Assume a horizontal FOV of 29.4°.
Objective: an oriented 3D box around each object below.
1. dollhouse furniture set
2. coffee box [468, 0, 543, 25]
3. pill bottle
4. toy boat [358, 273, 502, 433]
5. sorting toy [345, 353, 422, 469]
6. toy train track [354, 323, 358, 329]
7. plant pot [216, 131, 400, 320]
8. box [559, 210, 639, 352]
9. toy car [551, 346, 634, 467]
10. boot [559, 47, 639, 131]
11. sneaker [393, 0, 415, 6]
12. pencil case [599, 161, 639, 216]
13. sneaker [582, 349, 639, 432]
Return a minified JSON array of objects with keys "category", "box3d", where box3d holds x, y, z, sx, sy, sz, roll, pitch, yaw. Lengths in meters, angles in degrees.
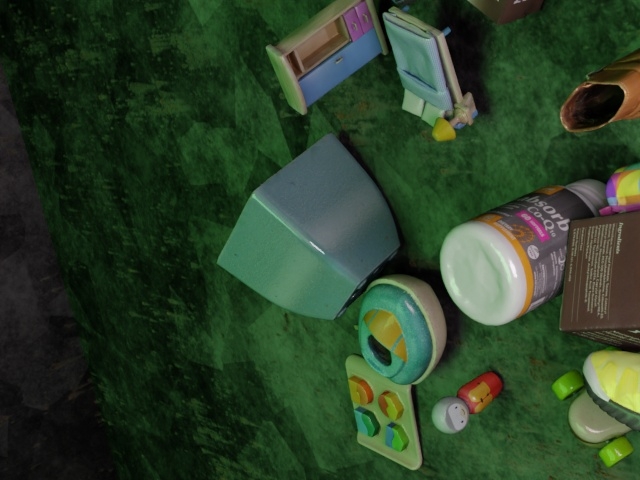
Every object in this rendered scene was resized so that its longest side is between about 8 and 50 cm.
[{"category":"dollhouse furniture set","box3d":[0.076,-0.297,1.970,0.303,0.198,0.286,39,161,41]},{"category":"coffee box","box3d":[0.237,-0.457,1.836,0.246,0.098,0.141,45,140,28]},{"category":"pill bottle","box3d":[0.326,0.009,1.824,0.162,0.278,0.162,30,131,41]},{"category":"toy boat","box3d":[0.179,0.211,2.234,0.318,0.148,0.267,43,150,26]},{"category":"sorting toy","box3d":[0.124,0.355,2.505,0.193,0.038,0.208,19,123,48]},{"category":"toy train track","box3d":[0.095,0.175,2.465,0.083,0.014,0.048,-4,113,60]},{"category":"plant pot","box3d":[0.000,0.000,2.309,0.252,0.247,0.248,42,141,8]},{"category":"box","box3d":[0.467,0.059,1.694,0.203,0.168,0.167,-9,69,56]},{"category":"toy car","box3d":[0.462,0.282,1.969,0.155,0.149,0.188,57,173,20]},{"category":"boot","box3d":[0.450,-0.238,1.567,0.283,0.220,0.109,-33,82,55]},{"category":"sneaker","box3d":[0.131,-0.494,1.992,0.087,0.083,0.221,-136,38,-59]},{"category":"pencil case","box3d":[0.508,-0.069,1.696,0.236,0.104,0.104,-11,100,54]},{"category":"sneaker","box3d":[0.535,0.200,1.626,0.384,0.145,0.147,16,117,34]}]
